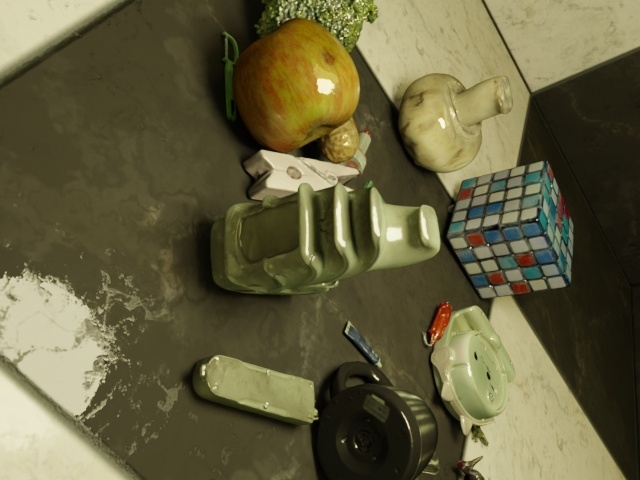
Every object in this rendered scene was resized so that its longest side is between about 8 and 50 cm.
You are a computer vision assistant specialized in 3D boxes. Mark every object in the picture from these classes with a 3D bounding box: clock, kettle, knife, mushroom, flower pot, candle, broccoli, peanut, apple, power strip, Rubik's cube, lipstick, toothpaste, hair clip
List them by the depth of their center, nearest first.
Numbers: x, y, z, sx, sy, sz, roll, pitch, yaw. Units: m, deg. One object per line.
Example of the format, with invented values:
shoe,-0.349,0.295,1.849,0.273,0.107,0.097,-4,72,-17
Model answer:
flower pot,0.000,0.000,1.108,0.254,0.367,0.165,15,66,-48
power strip,-0.110,0.263,1.114,0.286,0.048,0.080,29,50,-43
kettle,0.127,0.383,1.284,0.271,0.250,0.207,15,92,-56
apple,-0.056,-0.319,1.290,0.264,0.264,0.264,27,54,-44
knife,-0.184,-0.337,1.329,0.054,0.015,0.212,27,53,-54
hair clip,-0.023,-0.122,1.380,0.330,0.085,0.101,2,70,-47
toothpaste,0.097,0.238,1.423,0.140,0.021,0.037,51,33,-22
broccoli,-0.012,-0.539,1.447,0.288,0.235,0.260,-13,50,-17
peanut,0.033,-0.254,1.467,0.108,0.095,0.226,29,25,-18
lipstick,0.096,-0.232,1.619,0.063,0.057,0.186,54,33,-21
clock,0.405,0.357,1.690,0.265,0.108,0.324,58,36,-15
candle,0.312,0.222,1.690,0.048,0.053,0.162,52,41,-15
mushroom,0.400,-0.360,1.840,0.314,0.336,0.314,14,70,-43
Rubik's cube,0.589,-0.028,1.947,0.287,0.293,0.292,56,38,-29

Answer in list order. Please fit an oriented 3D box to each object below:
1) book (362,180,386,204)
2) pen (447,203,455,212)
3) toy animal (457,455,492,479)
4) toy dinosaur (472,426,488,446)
book,0.128,-0.082,1.617,0.103,0.017,0.135,55,38,-21
pen,0.464,-0.113,2.068,0.204,0.025,0.025,-16,87,-55
toy animal,0.397,0.618,1.604,0.105,0.070,0.202,-48,118,-30
toy dinosaur,0.436,0.525,1.734,0.119,0.029,0.060,44,31,-32
